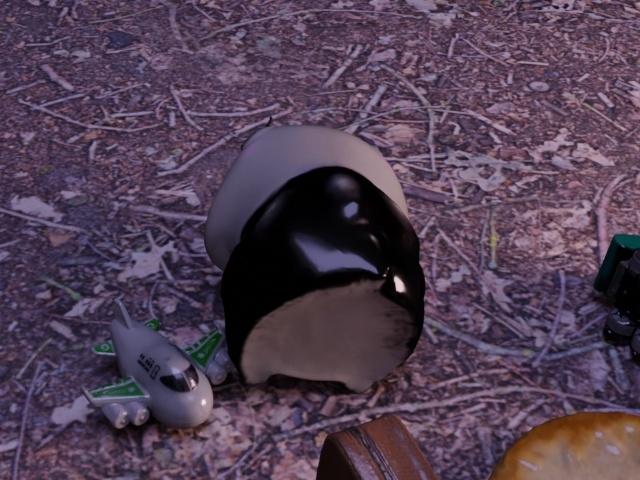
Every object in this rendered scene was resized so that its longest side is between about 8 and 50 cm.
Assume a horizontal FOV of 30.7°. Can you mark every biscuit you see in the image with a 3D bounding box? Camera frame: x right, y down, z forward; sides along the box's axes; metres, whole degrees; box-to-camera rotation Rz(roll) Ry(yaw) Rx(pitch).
[{"bbox_3d":[0.322,0.261,1.178,0.309,0.040,0.204,11,41,10],"label":"biscuit"}]

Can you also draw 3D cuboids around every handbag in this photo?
[{"bbox_3d":[0.053,0.263,1.046,0.072,0.193,0.151,-16,52,-27],"label":"handbag"}]

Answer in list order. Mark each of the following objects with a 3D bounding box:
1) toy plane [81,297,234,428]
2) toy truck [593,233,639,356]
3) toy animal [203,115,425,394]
[{"bbox_3d":[-0.178,0.138,1.270,0.174,0.080,0.174,3,41,-2],"label":"toy plane"},{"bbox_3d":[0.423,0.089,1.342,0.124,0.114,0.253,-14,42,-36],"label":"toy truck"},{"bbox_3d":[0.000,0.000,1.331,0.251,0.250,0.309,-4,46,-7],"label":"toy animal"}]
